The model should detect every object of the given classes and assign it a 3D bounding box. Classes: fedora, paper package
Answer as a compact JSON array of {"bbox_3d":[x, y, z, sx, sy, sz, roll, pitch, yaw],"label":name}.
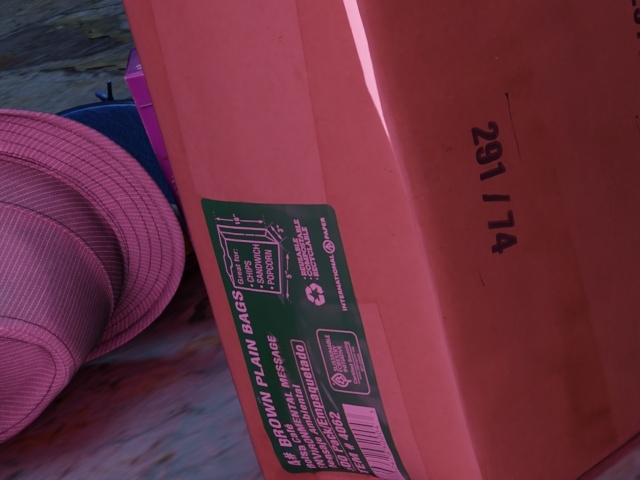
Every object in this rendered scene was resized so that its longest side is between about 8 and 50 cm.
[{"bbox_3d":[-0.226,0.045,1.155,0.275,0.244,0.124,-10,47,14],"label":"fedora"},{"bbox_3d":[0.082,-0.066,0.954,0.309,0.325,0.168,-28,21,-37],"label":"paper package"}]

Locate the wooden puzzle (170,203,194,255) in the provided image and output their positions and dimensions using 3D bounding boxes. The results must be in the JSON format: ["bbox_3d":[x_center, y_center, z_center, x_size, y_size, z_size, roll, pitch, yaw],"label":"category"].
[{"bbox_3d":[-0.175,-0.010,1.332,0.238,0.044,0.221,4,-6,-13],"label":"wooden puzzle"}]

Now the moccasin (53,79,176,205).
[{"bbox_3d":[-0.207,-0.059,1.548,0.342,0.138,0.117,-9,13,21],"label":"moccasin"}]

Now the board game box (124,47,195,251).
[{"bbox_3d":[0.075,-0.067,1.174,0.346,0.208,0.056,-14,28,11],"label":"board game box"}]
